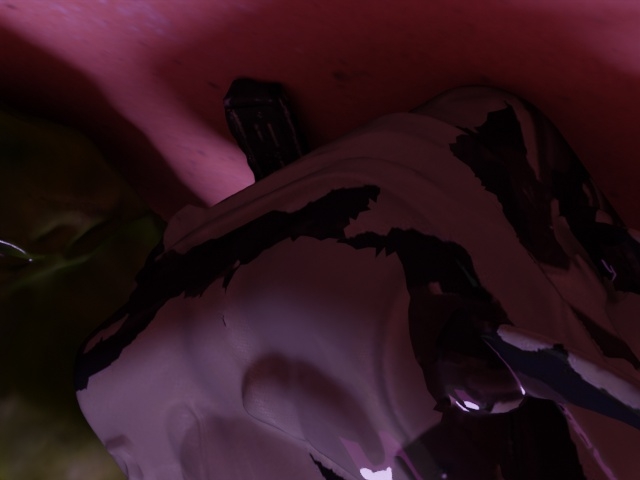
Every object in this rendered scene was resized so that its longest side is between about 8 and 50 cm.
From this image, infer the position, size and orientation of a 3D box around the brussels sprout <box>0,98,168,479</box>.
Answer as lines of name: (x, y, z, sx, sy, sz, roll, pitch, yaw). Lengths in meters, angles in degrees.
brussels sprout: (-0.188, 0.058, 0.987, 0.227, 0.259, 0.294, 5, 157, 37)

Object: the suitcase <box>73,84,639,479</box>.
suitcase: (0.073, 0.114, 0.815, 0.351, 0.194, 0.339, 55, 147, -7)

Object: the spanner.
spanner: (0.000, 0.000, 1.004, 0.093, 0.026, 0.325, 13, 160, 16)
